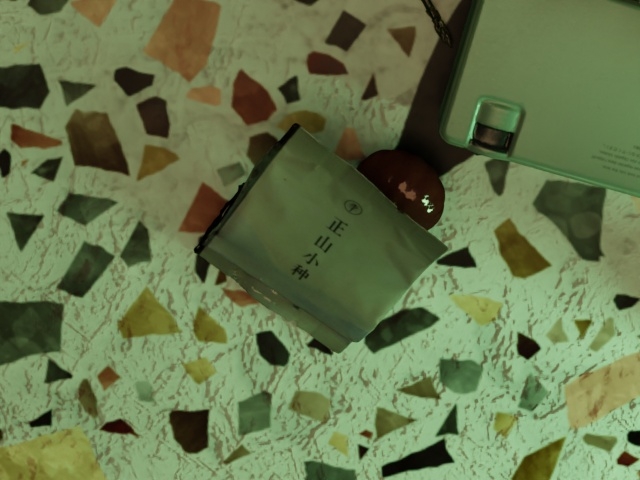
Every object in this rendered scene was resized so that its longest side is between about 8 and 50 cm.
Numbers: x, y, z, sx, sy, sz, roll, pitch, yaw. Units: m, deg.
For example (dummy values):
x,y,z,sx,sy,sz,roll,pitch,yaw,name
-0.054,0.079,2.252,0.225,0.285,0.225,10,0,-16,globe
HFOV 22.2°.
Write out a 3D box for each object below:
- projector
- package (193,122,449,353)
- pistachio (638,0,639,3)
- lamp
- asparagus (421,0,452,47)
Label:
x,y,z,sx,sy,sz,roll,pitch,yaw,name
0.260,-0.159,1.611,0.256,0.099,0.192,15,108,-1,projector
0.000,0.000,1.679,0.204,0.062,0.251,36,138,-6,package
0.384,-0.262,1.457,0.309,0.230,0.230,39,111,26,pistachio
0.080,-0.048,1.668,0.101,0.090,0.101,22,144,17,lamp
0.091,-0.264,1.635,0.016,0.016,0.163,-36,104,-12,asparagus
